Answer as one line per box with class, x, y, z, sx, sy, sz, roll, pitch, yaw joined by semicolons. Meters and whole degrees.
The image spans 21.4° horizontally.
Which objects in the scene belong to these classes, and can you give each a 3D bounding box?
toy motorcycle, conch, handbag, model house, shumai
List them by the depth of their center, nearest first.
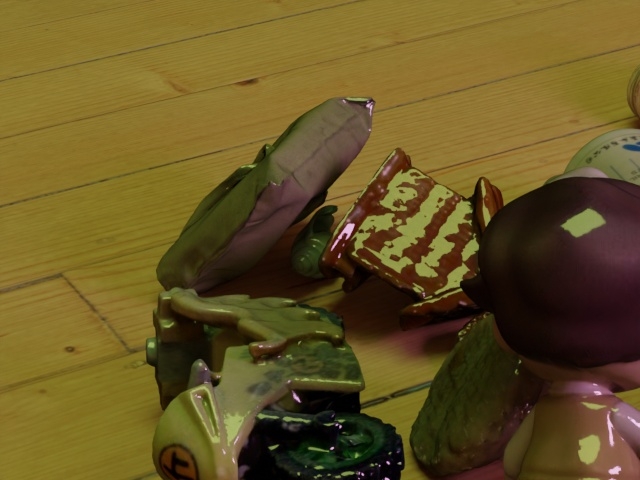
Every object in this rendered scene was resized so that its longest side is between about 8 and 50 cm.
toy motorcycle;-0.061;0.160;1.727;0.237;0.169;0.410;-2;20;-9
shumai;0.188;0.168;1.733;0.120;0.201;0.201;33;20;-17
model house;0.139;0.017;2.007;0.229;0.199;0.220;32;79;15
conch;-0.007;0.002;2.118;0.065;0.088;0.180;-4;16;19
handbag;-0.068;-0.052;2.121;0.253;0.109;0.316;-39;7;32

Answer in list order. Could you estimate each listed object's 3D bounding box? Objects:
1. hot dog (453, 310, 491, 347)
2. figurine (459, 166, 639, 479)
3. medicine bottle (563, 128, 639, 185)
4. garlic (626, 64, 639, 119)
hot dog;0.221;0.115;1.884;0.147;0.065;0.099;4;36;11
figurine;0.258;0.116;1.556;0.206;0.365;0.218;-7;4;-42
medicine bottle;0.402;-0.008;1.989;0.170;0.170;0.293;-9;27;-11
garlic;0.543;-0.265;2.436;0.199;0.226;0.199;-6;21;2
